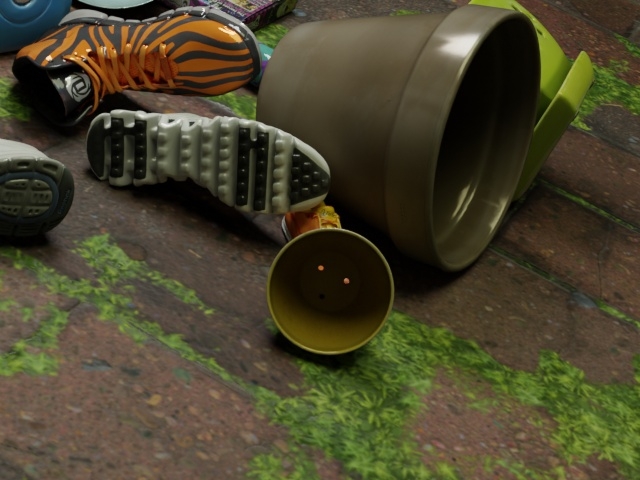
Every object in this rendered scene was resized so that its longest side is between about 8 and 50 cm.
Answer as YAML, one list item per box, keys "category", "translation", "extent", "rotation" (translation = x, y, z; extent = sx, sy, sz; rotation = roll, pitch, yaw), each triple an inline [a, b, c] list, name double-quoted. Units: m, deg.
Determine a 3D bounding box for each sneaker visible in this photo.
- category: "sneaker"
  translation: [-0.240, -0.203, 1.575]
  extent: [0.321, 0.125, 0.180]
  rotation: [3, 32, 28]
- category: "sneaker"
  translation: [-0.415, -0.066, 1.332]
  extent: [0.297, 0.111, 0.129]
  rotation: [6, 18, -29]
- category: "sneaker"
  translation: [0.000, 0.000, 1.484]
  extent: [0.064, 0.067, 0.175]
  rotation: [2, 38, -31]
- category: "sneaker"
  translation: [-0.124, -0.105, 1.513]
  extent: [0.292, 0.110, 0.118]
  rotation: [13, 15, 10]

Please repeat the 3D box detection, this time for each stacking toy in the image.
- category: "stacking toy"
  translation: [-0.488, -0.377, 1.724]
  extent: [0.302, 0.175, 0.165]
  rotation: [26, 34, 35]

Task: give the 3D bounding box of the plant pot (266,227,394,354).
- category: "plant pot"
  translation: [0.010, 0.049, 1.376]
  extent: [0.134, 0.134, 0.095]
  rotation: [20, 5, -2]

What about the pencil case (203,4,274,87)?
- category: "pencil case"
  translation: [-0.115, -0.276, 1.839]
  extent: [0.151, 0.064, 0.070]
  rotation: [36, 60, 21]

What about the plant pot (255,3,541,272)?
- category: "plant pot"
  translation: [0.084, -0.149, 1.581]
  extent: [0.280, 0.323, 0.323]
  rotation: [16, 27, 25]

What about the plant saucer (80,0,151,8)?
- category: "plant saucer"
  translation: [-0.307, -0.407, 1.912]
  extent: [0.195, 0.037, 0.195]
  rotation: [4, 55, -5]

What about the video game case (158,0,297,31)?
- category: "video game case"
  translation: [-0.178, -0.407, 2.023]
  extent: [0.232, 0.042, 0.210]
  rotation: [28, 32, 12]

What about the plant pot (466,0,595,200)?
- category: "plant pot"
  translation: [0.247, -0.195, 1.789]
  extent: [0.207, 0.227, 0.228]
  rotation: [32, 32, 4]
